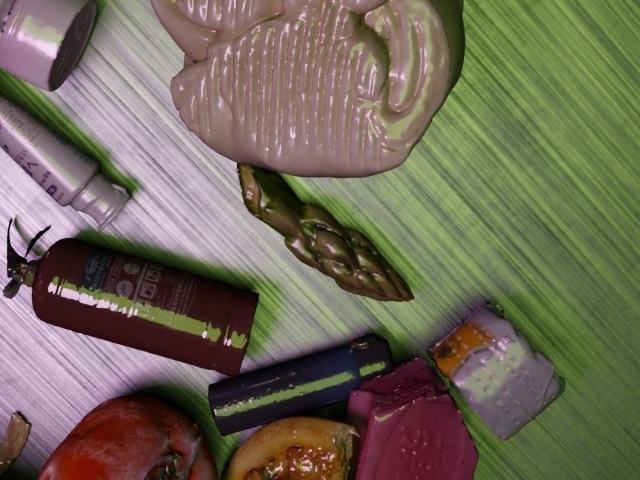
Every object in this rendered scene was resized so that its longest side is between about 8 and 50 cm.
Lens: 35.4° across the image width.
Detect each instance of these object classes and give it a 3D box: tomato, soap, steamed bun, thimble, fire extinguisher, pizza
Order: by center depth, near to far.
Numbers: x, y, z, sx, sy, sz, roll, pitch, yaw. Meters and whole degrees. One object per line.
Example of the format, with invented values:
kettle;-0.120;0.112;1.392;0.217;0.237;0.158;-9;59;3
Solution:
steamed bun;0.006;-0.248;1.151;0.367;0.255;0.342;19;119;24
tomato;-0.244;0.314;1.266;0.188;0.232;0.232;-2;103;41
fire extinguisher;-0.250;0.067;1.274;0.337;0.135;0.114;16;141;-5
pizza;-0.040;0.332;1.276;0.292;0.058;0.197;-38;74;35
soap;0.107;0.274;1.282;0.162;0.099;0.250;4;111;-14
thimble;0.227;0.167;1.285;0.118;0.127;0.151;-42;106;4

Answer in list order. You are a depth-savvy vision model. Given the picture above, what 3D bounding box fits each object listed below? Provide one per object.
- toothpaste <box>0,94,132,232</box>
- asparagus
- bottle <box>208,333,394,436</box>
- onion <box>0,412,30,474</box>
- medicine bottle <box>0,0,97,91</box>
toothpaste;-0.370;-0.128;1.244;0.299;0.114;0.073;40;77;-11
asparagus;0.000;0.000;1.281;0.287;0.080;0.080;34;97;-7
bottle;-0.023;0.187;1.312;0.244;0.072;0.082;-15;101;1
onion;-0.488;0.436;1.251;0.358;0.345;0.358;5;108;15
medicine bottle;-0.407;-0.287;1.187;0.254;0.152;0.152;27;98;-6
